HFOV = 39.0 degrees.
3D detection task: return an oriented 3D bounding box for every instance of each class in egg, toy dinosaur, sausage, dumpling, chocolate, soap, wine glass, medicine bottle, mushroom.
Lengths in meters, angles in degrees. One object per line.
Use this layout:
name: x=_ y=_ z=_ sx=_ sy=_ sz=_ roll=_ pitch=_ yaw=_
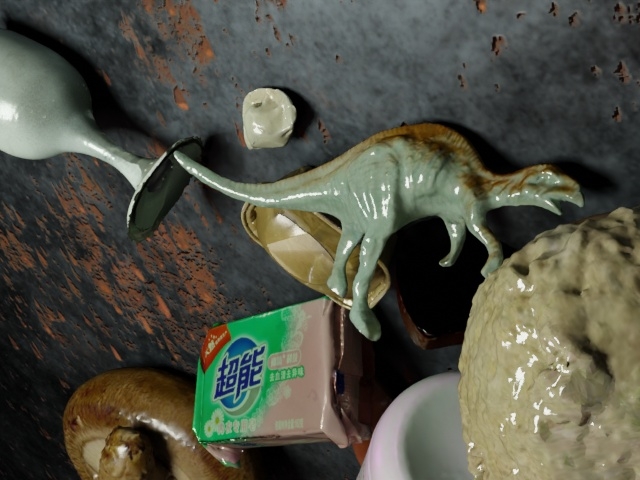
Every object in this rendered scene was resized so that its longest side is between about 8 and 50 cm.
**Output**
egg: x=0.245 y=0.115 z=0.744 sx=0.279 sy=0.279 sz=0.310 roll=20 pitch=112 yaw=23
toy dinosaur: x=0.038 y=-0.026 z=0.864 sx=0.393 sy=0.092 sz=0.205 roll=21 pitch=97 yaw=26
sausage: x=0.073 y=0.246 z=1.174 sx=0.077 sy=0.077 sz=0.194 roll=10 pitch=135 yaw=32
dumpling: x=-0.054 y=-0.126 z=0.941 sx=0.052 sy=0.057 sz=0.076 roll=1 pitch=169 yaw=-8
chocolate: x=0.139 y=0.062 z=0.914 sx=0.149 sy=0.125 sz=0.080 roll=22 pitch=155 yaw=15
soap: x=-0.043 y=0.165 z=1.114 sx=0.098 sy=0.217 sz=0.273 roll=20 pitch=156 yaw=-36
wine glass: x=-0.293 y=-0.134 z=1.044 sx=0.321 sy=0.143 sz=0.143 roll=34 pitch=141 yaw=12
medicine bottle: x=0.154 y=0.319 z=1.040 sx=0.241 sy=0.241 sz=0.302 roll=28 pitch=141 yaw=14
mushroom: x=-0.239 y=0.344 z=1.427 sx=0.345 sy=0.239 sz=0.345 roll=43 pitch=151 yaw=31

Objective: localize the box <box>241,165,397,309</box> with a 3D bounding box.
box: x=0.000 y=0.000 z=0.965 sx=0.177 sy=0.111 sz=0.111 roll=37 pitch=142 yaw=3
